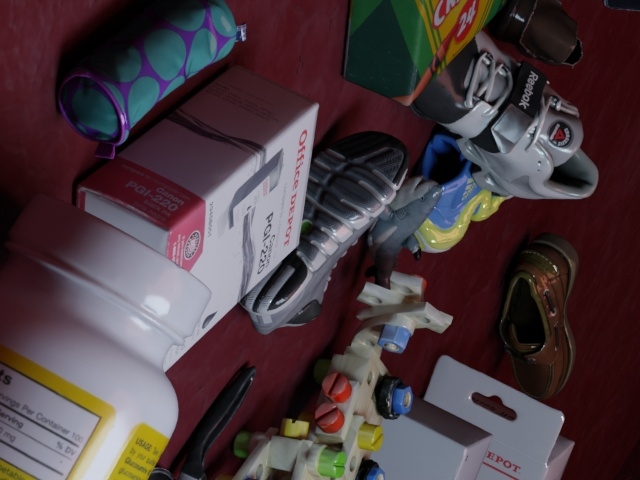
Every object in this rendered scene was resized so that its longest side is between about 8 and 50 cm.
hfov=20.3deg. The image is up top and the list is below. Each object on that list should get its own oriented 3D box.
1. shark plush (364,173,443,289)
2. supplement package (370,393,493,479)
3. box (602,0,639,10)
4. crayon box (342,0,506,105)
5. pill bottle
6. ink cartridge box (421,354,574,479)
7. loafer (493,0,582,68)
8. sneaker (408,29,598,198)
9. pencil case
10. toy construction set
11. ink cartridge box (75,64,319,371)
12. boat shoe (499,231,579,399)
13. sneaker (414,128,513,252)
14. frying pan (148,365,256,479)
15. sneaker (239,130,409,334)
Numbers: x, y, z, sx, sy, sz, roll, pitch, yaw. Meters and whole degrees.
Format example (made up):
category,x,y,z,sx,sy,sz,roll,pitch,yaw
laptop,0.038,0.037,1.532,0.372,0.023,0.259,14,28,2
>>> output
category,x,y,z,sx,sy,sz,roll,pitch,yaw
shark plush,0.082,0.001,1.945,0.073,0.067,0.161,-16,129,-65
supplement package,0.092,0.241,2.095,0.105,0.179,0.105,-5,118,-67
box,0.440,-0.424,1.930,0.395,0.212,0.293,-53,149,-65
crayon box,0.113,-0.306,1.637,0.202,0.081,0.318,-47,154,-39
pill bottle,-0.214,0.146,1.197,0.334,0.188,0.188,-61,160,-9
ink cartridge box,0.213,0.337,2.472,0.119,0.207,0.353,-21,133,-61
loafer,0.265,-0.251,2.087,0.080,0.078,0.220,-67,160,6
sneaker,0.200,-0.142,1.886,0.330,0.146,0.122,40,69,-51
pencil case,-0.121,-0.127,1.285,0.151,0.064,0.070,-45,136,-42
toy construction set,0.019,0.183,1.914,0.327,0.151,0.215,-57,146,-17
ink cartridge box,-0.099,-0.019,1.433,0.218,0.092,0.158,-46,154,-45
boat shoe,0.307,0.130,2.637,0.104,0.111,0.307,-43,142,-37
sneaker,0.182,-0.093,2.052,0.240,0.091,0.126,-50,155,-33
frying pan,-0.152,0.278,1.730,0.326,0.053,0.197,-38,148,-46
sneaker,0.000,0.000,1.739,0.228,0.086,0.132,-46,160,-18
